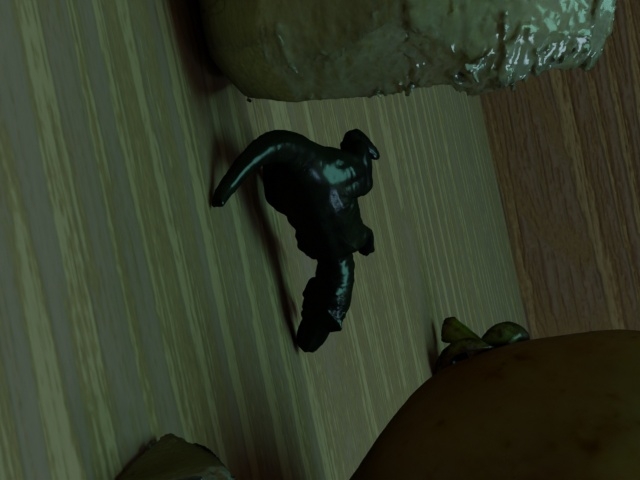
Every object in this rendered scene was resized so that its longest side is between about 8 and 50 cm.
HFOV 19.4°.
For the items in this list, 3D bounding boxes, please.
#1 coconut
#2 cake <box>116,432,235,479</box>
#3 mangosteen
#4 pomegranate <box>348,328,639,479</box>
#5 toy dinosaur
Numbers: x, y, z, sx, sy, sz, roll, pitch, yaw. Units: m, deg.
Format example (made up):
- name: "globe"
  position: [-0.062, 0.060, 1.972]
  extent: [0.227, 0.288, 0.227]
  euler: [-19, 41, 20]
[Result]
- name: "coconut"
  position: [0.049, -0.227, 1.230]
  extent: [0.297, 0.297, 0.254]
  euler: [-54, 143, -76]
- name: "cake"
  position: [-0.073, 0.123, 0.881]
  extent: [0.121, 0.065, 0.052]
  euler: [-159, -126, -75]
- name: "mangosteen"
  position: [0.202, 0.153, 2.002]
  extent: [0.156, 0.145, 0.181]
  euler: [53, 27, -61]
- name: "pomegranate"
  position: [0.176, 0.259, 1.094]
  extent: [0.411, 0.411, 0.411]
  euler: [-12, 90, -80]
- name: "toy dinosaur"
  position: [0.000, 0.000, 1.250]
  extent: [0.179, 0.087, 0.187]
  euler: [-83, 157, -64]
